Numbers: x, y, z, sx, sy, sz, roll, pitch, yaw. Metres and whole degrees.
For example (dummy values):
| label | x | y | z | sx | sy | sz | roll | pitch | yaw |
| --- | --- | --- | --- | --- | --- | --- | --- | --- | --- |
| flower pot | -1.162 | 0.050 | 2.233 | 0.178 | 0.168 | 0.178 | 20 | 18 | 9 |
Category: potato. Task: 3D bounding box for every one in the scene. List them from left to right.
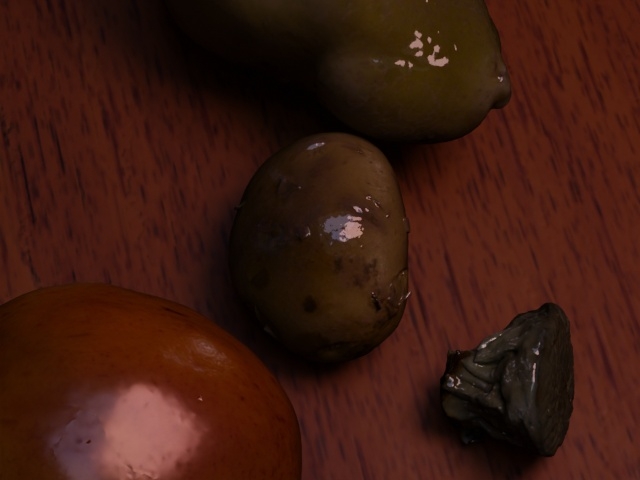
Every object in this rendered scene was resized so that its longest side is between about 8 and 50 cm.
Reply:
| label | x | y | z | sx | sy | sz | roll | pitch | yaw |
| --- | --- | --- | --- | --- | --- | --- | --- | --- | --- |
| potato | 0.000 | 0.000 | 1.239 | 0.137 | 0.137 | 0.176 | -10 | 62 | -13 |
| potato | 0.001 | -0.203 | 1.305 | 0.351 | 0.218 | 0.202 | 39 | 100 | 11 |

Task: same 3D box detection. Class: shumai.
| label | x | y | z | sx | sy | sz | roll | pitch | yaw |
| --- | --- | --- | --- | --- | --- | --- | --- | --- | --- |
| shumai | 0.132 | 0.101 | 1.230 | 0.087 | 0.099 | 0.124 | -2 | 21 | 21 |

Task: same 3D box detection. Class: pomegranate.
| label | x | y | z | sx | sy | sz | roll | pitch | yaw |
| --- | --- | --- | --- | --- | --- | --- | --- | --- | --- |
| pomegranate | -0.146 | 0.155 | 1.063 | 0.264 | 0.264 | 0.264 | 3 | 62 | -6 |
